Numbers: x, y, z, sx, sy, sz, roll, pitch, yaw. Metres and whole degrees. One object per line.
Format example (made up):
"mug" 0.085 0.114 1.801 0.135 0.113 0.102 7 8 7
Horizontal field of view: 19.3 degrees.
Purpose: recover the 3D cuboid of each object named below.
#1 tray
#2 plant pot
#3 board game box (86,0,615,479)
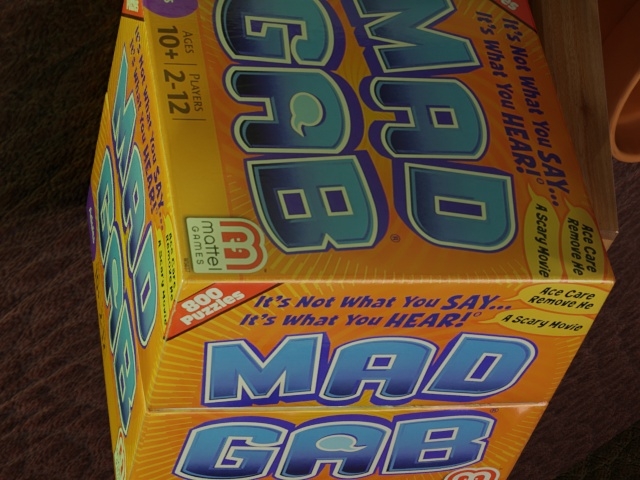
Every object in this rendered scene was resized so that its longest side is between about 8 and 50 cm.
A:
"tray" 0.208 -0.133 1.837 0.076 0.411 0.203 6 148 -10
"plant pot" 0.367 -0.258 2.064 0.291 0.203 0.291 -31 156 -16
"board game box" 0.000 0.000 1.679 0.356 0.356 0.356 0 142 -15
